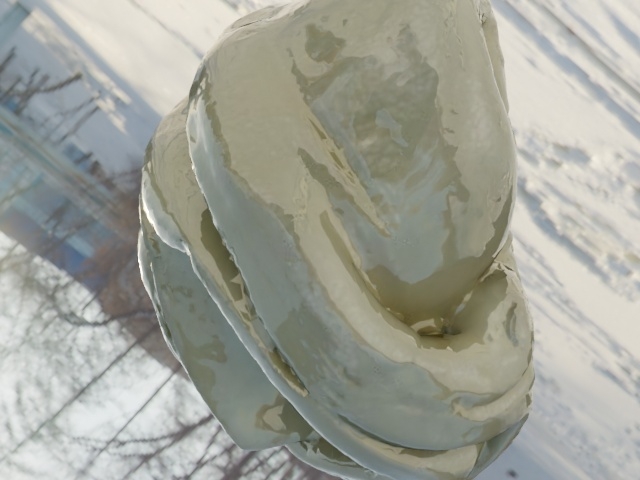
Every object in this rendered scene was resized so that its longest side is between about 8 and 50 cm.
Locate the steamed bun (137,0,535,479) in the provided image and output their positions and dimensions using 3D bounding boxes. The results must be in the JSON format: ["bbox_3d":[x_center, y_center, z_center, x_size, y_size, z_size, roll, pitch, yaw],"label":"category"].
[{"bbox_3d":[0.000,0.000,0.649,0.368,0.255,0.342,59,-156,-81],"label":"steamed bun"}]
